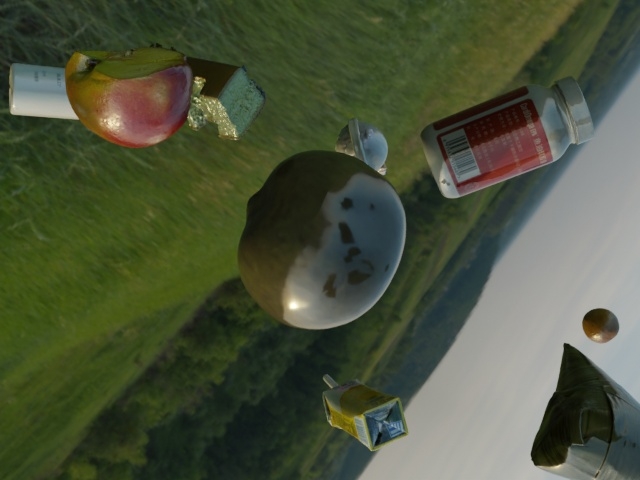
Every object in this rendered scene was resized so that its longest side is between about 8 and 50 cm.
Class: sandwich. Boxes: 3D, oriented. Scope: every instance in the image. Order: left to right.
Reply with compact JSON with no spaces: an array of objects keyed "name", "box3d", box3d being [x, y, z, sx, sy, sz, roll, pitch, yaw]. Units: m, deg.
[{"name":"sandwich","box3d":[-0.252,-0.316,1.541,0.128,0.236,0.122,-59,149,-23]}]

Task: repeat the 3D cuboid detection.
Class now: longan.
[{"name":"longan","box3d":[0.000,0.000,1.444,0.361,0.361,0.361,-51,167,-16]}]

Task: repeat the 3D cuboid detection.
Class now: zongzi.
[{"name":"zongzi","box3d":[0.509,0.307,1.201,0.138,0.286,0.300,-67,175,33]}]

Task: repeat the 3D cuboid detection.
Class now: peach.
[{"name":"peach","box3d":[-0.220,-0.162,0.832,0.151,0.151,0.118,-36,131,-55]}]

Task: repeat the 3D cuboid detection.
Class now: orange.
[{"name":"orange","box3d":[0.629,0.190,1.628,0.085,0.085,0.085,-51,167,-16]}]

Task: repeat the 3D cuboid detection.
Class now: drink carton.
[{"name":"drink carton","box3d":[0.054,0.259,1.117,0.084,0.074,0.200,-20,-172,-20]}]

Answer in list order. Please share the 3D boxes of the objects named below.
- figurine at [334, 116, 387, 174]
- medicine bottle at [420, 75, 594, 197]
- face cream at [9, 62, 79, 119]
[{"name":"figurine","box3d":[0.088,-0.201,1.709,0.141,0.162,0.237,-12,166,1]},{"name":"medicine bottle","box3d":[0.294,-0.165,1.159,0.250,0.131,0.131,-20,174,13]},{"name":"face cream","box3d":[-0.397,-0.262,1.319,0.312,0.092,0.092,0,138,-24]}]
